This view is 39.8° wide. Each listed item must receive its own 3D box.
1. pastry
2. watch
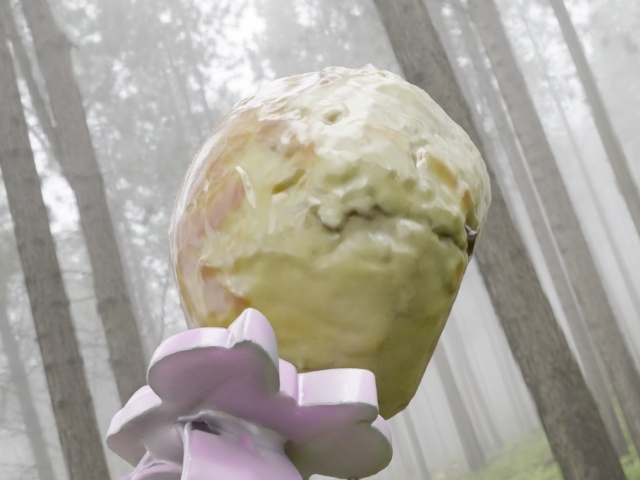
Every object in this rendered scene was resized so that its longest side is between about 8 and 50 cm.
[{"bbox_3d":[0.000,0.000,0.930,0.312,0.389,0.388,20,-8,12],"label":"pastry"},{"bbox_3d":[-0.074,0.213,0.660,0.210,0.218,0.248,28,-45,-21],"label":"watch"}]
